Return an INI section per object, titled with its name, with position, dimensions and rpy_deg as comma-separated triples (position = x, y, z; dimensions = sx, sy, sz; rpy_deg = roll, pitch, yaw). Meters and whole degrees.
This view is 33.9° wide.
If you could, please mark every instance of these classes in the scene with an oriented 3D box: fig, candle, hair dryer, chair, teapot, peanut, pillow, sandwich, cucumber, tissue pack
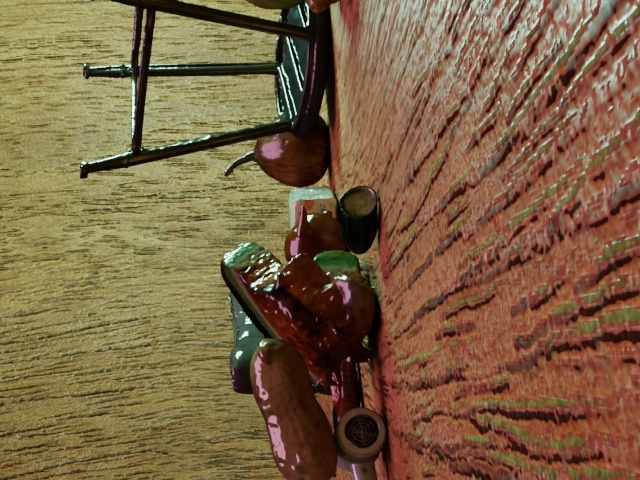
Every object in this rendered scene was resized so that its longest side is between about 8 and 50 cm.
[fig]
position = -0.063, -0.180, 2.100
dimensions = 0.149, 0.202, 0.148
rpy_deg = 32, -121, -49
[candle]
position = 0.037, 0.221, 1.785
dimensions = 0.084, 0.059, 0.301
rpy_deg = 122, 143, -64
[hair dryer]
position = 0.064, 0.352, 1.427
dimensions = 0.131, 0.073, 0.236
rpy_deg = 98, 164, -70
[chair]
position = -0.213, -0.346, 1.884
dimensions = 0.364, 0.410, 0.361
rpy_deg = -105, 22, -50
[teapot]
position = 0.000, 0.000, 1.822
dimensions = 0.173, 0.116, 0.116
rpy_deg = 44, -147, -52
[peanut]
position = -0.041, 0.234, 1.427
dimensions = 0.099, 0.100, 0.214
rpy_deg = 110, 136, -82
[pillow]
position = -0.063, 0.195, 1.991
dimensions = 0.326, 0.228, 0.101
rpy_deg = -100, 12, -66
[sandwich]
position = 0.000, 0.082, 1.492
dimensions = 0.250, 0.162, 0.301
rpy_deg = 51, 162, -10
[cucumber]
position = 0.050, -0.018, 1.318
dimensions = 0.105, 0.048, 0.048
rpy_deg = 85, 178, -51
[tissue pack]
position = -0.009, 0.003, 1.983
dimensions = 0.148, 0.092, 0.196
rpy_deg = -108, 12, -78

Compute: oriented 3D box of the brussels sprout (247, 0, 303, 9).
[brussels sprout]
position = -0.076, -0.471, 1.594
dimensions = 0.244, 0.244, 0.244
rpy_deg = 175, 90, -87

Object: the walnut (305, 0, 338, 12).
[walnut]
position = 0.001, -0.397, 1.436
dimensions = 0.143, 0.069, 0.170
rpy_deg = 94, 170, -61
